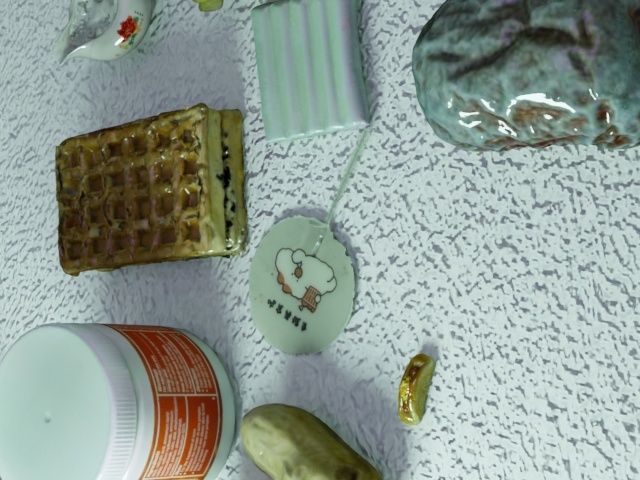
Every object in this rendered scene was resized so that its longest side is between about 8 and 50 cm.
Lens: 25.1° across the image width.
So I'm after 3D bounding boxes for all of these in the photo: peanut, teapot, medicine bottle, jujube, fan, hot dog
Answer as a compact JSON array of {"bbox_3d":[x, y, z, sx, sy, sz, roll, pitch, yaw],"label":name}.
[{"bbox_3d":[-0.013,0.287,1.803,0.236,0.120,0.110,40,148,28],"label":"peanut"},{"bbox_3d":[-0.302,-0.345,2.111,0.145,0.092,0.226,44,111,30],"label":"teapot"},{"bbox_3d":[-0.279,0.238,1.941,0.253,0.241,0.252,-5,81,38],"label":"medicine bottle"},{"bbox_3d":[0.253,-0.197,1.579,0.317,0.226,0.226,-3,84,44],"label":"jujube"},{"bbox_3d":[0.001,0.000,1.888,0.191,0.009,0.329,34,109,37],"label":"fan"},{"bbox_3d":[0.114,0.184,1.766,0.030,0.034,0.090,17,95,37],"label":"hot dog"}]

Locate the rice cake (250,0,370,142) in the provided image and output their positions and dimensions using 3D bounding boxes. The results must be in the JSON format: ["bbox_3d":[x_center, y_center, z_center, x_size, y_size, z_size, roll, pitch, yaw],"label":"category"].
[{"bbox_3d":[-0.014,-0.234,1.906,0.189,0.037,0.198,-5,82,38],"label":"rice cake"}]

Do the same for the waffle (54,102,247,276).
[{"bbox_3d":[-0.247,-0.065,2.040,0.308,0.091,0.212,-8,81,38],"label":"waffle"}]

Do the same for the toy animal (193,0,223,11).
[{"bbox_3d":[-0.122,-0.493,1.939,0.181,0.180,0.362,-9,73,30],"label":"toy animal"}]

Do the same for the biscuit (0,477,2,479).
[{"bbox_3d":[-0.463,0.374,2.199,0.197,0.049,0.301,17,97,40],"label":"biscuit"}]
